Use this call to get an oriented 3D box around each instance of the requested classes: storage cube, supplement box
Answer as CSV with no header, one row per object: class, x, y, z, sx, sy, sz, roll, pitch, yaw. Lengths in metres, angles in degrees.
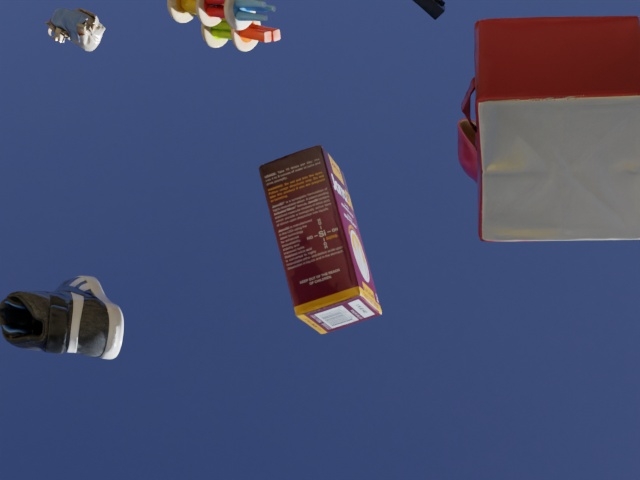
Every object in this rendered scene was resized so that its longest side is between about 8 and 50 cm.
storage cube,0.262,-0.123,1.606,0.215,0.184,0.193,-1,-147,6
supplement box,0.000,0.000,1.674,0.080,0.104,0.188,-18,-109,10

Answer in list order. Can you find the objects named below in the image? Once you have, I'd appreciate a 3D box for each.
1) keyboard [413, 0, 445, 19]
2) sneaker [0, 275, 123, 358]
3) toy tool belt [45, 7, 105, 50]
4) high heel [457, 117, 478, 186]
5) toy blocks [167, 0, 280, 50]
keyboard,0.066,-0.296,1.468,0.038,0.192,0.100,-42,-151,23
sneaker,-0.304,0.077,1.621,0.121,0.079,0.217,8,-177,-25
toy tool belt,-0.316,-0.271,1.828,0.083,0.051,0.052,19,-94,26
high heel,0.254,-0.084,1.760,0.082,0.117,0.244,-35,-153,-14
toy blocks,-0.098,-0.271,1.789,0.148,0.123,0.054,14,-102,39
